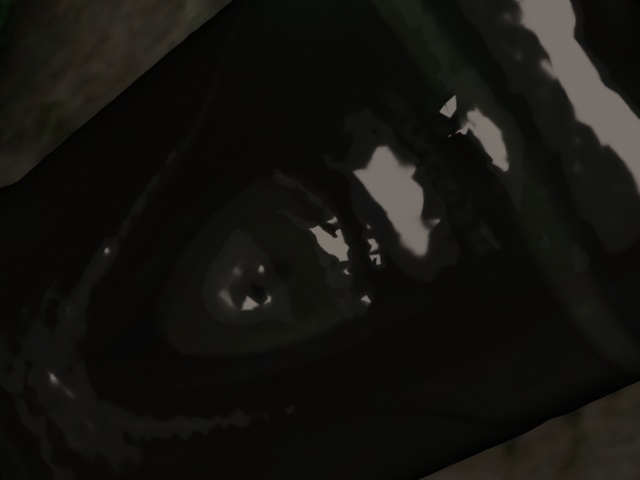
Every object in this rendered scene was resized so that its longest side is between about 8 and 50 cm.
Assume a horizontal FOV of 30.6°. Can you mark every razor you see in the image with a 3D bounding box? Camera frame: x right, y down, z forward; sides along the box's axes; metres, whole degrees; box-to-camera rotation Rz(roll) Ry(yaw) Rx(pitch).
[{"bbox_3d":[0.001,-0.001,0.458,0.349,0.113,0.204,-30,90,27],"label":"razor"}]
